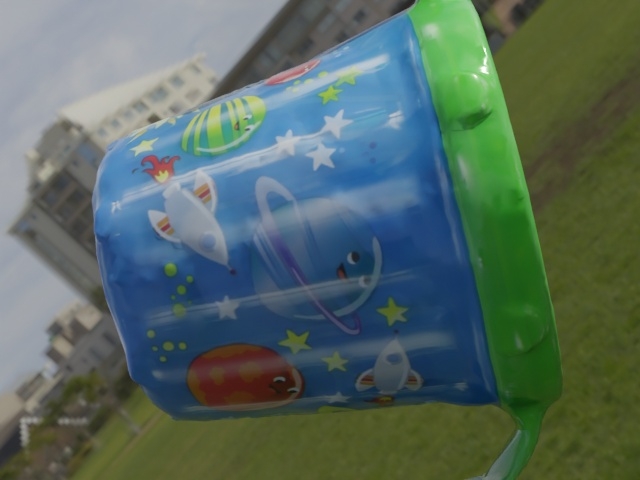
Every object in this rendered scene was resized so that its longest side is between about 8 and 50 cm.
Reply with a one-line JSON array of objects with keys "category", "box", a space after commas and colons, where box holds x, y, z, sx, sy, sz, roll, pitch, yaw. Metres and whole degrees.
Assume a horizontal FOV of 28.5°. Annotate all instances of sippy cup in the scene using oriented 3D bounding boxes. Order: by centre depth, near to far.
[{"category": "sippy cup", "box": [0.000, 0.000, 0.712, 0.224, 0.305, 0.240, -12, -32, 5]}]
